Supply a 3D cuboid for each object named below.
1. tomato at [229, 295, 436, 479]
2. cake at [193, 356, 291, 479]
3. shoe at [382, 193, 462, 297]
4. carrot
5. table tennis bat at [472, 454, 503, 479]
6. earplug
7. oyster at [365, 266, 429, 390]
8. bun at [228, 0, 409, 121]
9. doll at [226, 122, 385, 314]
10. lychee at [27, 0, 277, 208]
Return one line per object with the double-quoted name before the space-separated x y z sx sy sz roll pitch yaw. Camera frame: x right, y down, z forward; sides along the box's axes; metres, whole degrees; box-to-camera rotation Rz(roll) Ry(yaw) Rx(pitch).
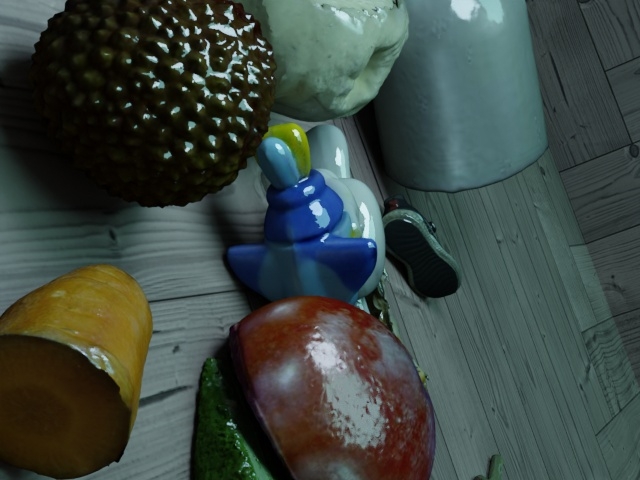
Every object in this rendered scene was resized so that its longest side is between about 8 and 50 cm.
"tomato" 0.042 0.210 1.269 0.334 0.176 0.289 60 8 -9
"cake" -0.107 0.242 1.195 0.100 0.099 0.235 46 11 -39
"shoe" 0.180 0.006 1.918 0.227 0.099 0.112 49 23 -35
"carrot" -0.213 0.092 0.955 0.159 0.159 0.225 59 23 -19
"table tennis bat" 0.301 0.462 1.870 0.131 0.022 0.234 59 27 -19
"earplug" 0.239 -0.326 1.913 0.312 0.313 0.394 -67 149 -58
"oyster" 0.097 0.128 1.640 0.128 0.079 0.345 68 4 -62
"bun" -0.053 -0.298 1.480 0.360 0.211 0.359 16 31 -10
"doll" -0.008 0.005 1.455 0.376 0.187 0.365 61 11 13
"lychee" -0.181 -0.165 1.133 0.267 0.268 0.267 46 32 -40
